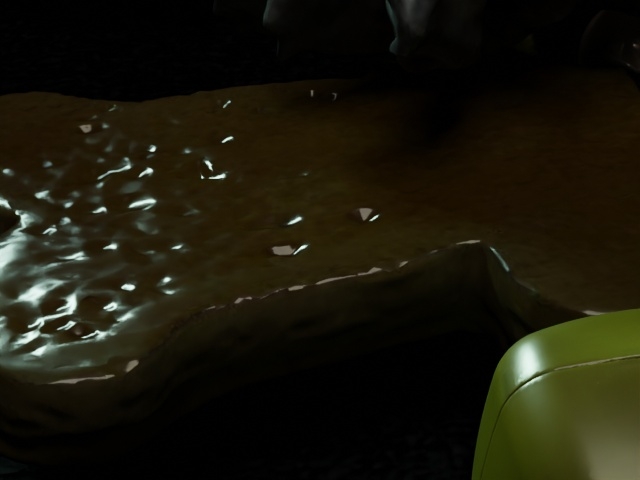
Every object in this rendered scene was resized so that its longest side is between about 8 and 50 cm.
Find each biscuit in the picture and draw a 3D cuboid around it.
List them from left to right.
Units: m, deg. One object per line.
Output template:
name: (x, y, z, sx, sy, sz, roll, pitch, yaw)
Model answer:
biscuit: (0.000, 0.000, 0.913, 0.394, 0.076, 0.368, -11, 30, -12)

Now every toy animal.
toy animal: (0.215, -0.102, 1.053, 0.150, 0.083, 0.089, 3, 48, 4)

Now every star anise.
star anise: (0.094, -0.178, 1.007, 0.316, 0.139, 0.359, 0, 18, 16)

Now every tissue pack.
tissue pack: (0.116, 0.110, 0.661, 0.123, 0.178, 0.127, -7, 36, -5)
